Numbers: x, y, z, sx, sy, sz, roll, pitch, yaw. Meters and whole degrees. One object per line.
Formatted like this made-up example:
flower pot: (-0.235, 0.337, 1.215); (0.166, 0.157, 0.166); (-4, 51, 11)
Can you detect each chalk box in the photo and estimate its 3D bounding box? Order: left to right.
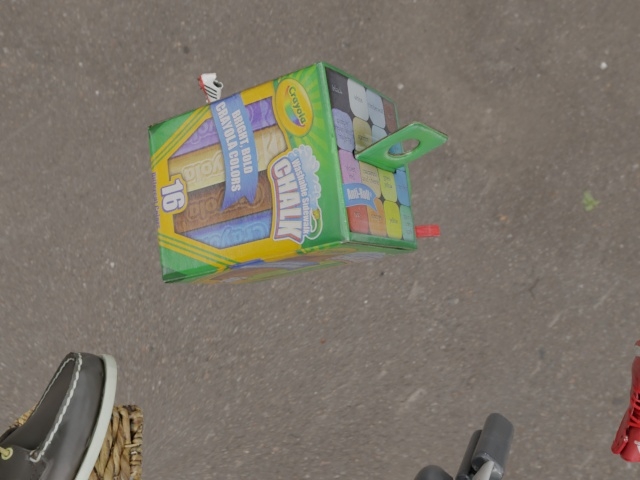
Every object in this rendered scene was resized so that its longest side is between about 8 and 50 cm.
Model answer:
chalk box: (-0.008, -0.045, 0.552); (0.132, 0.213, 0.132); (8, 73, -59)

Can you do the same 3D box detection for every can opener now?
can opener: (0.199, 0.300, 0.967); (0.095, 0.283, 0.076); (38, 109, 11)

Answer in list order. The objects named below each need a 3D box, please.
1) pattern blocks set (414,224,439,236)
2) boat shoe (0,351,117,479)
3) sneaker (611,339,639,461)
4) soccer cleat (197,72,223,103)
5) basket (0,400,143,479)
pattern blocks set: (0.000, 0.000, 1.183); (0.286, 0.325, 0.026); (1, 85, -45)
boat shoe: (-0.214, 0.179, 0.490); (0.069, 0.081, 0.227); (28, 76, -27)
sneaker: (0.383, 0.193, 0.799); (0.087, 0.221, 0.128); (15, 79, 32)
soccer cleat: (-0.175, -0.245, 1.174); (0.036, 0.083, 0.029); (-15, 56, 5)
basket: (-0.352, 0.337, 0.880); (0.223, 0.299, 0.213); (7, 36, -18)
